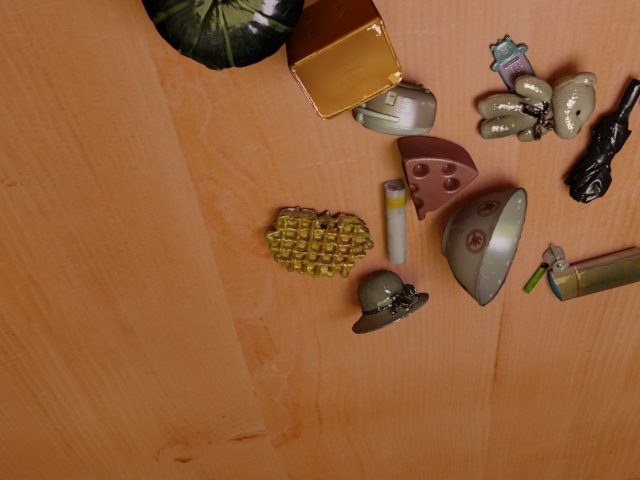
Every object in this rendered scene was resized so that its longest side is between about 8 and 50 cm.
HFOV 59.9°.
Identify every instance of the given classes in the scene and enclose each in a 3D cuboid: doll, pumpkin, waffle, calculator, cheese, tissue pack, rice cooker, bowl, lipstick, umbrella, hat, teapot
[{"bbox_3d":[0.528,-0.308,1.358,0.278,0.149,0.175,-9,168,17],"label":"doll"},{"bbox_3d":[-0.186,-0.491,1.054,0.323,0.241,0.323,1,116,3],"label":"pumpkin"},{"bbox_3d":[-0.001,-0.001,1.585,0.283,0.065,0.309,-30,128,20],"label":"waffle"},{"bbox_3d":[0.457,-0.423,1.327,0.094,0.019,0.141,-32,125,21],"label":"calculator"},{"bbox_3d":[0.265,-0.186,1.433,0.177,0.128,0.203,35,122,-26],"label":"cheese"},{"bbox_3d":[0.044,-0.397,1.144,0.194,0.274,0.145,-26,127,15],"label":"tissue pack"},{"bbox_3d":[0.173,-0.314,1.306,0.206,0.145,0.127,13,114,-11],"label":"rice cooker"},{"bbox_3d":[0.435,-0.003,1.534,0.158,0.337,0.337,21,136,30],"label":"bowl"},{"bbox_3d":[0.213,-0.046,1.572,0.059,0.059,0.263,-8,128,0],"label":"lipstick"},{"bbox_3d":[0.744,-0.250,1.443,0.118,0.118,0.340,7,123,-11],"label":"umbrella"},{"bbox_3d":[0.184,0.164,1.672,0.257,0.257,0.130,-25,95,13],"label":"hat"},{"bbox_3d":[0.720,0.053,1.698,0.064,0.064,0.083,-22,127,10],"label":"teapot"}]

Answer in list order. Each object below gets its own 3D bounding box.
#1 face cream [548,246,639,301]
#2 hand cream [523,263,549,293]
[{"bbox_3d":[0.868,0.113,1.758,0.285,0.067,0.139,-16,127,6],"label":"face cream"},{"bbox_3d":[0.689,0.119,1.773,0.036,0.023,0.122,1,130,-33],"label":"hand cream"}]
